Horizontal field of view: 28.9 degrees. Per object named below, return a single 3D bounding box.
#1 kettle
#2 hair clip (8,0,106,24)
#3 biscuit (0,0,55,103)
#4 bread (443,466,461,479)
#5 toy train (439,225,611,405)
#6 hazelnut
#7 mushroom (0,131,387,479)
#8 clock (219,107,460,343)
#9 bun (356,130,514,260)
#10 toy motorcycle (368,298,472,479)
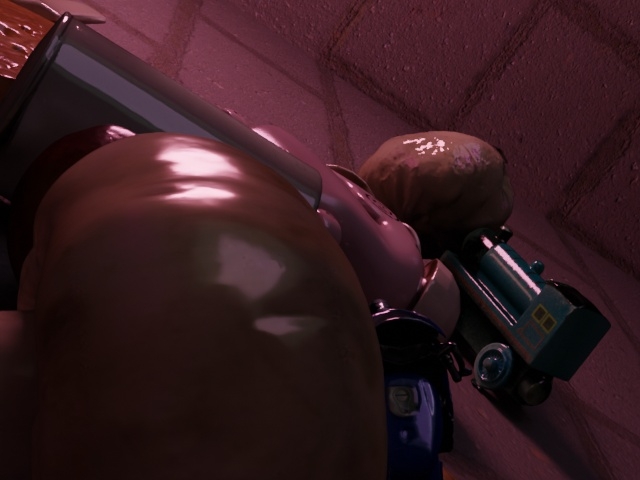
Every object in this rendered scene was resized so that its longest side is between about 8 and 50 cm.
[{"bbox_3d":[-0.174,-0.089,1.296,0.318,0.205,0.265,31,53,-17],"label":"kettle"},{"bbox_3d":[-0.468,-0.370,1.783,0.282,0.113,0.172,43,16,3],"label":"hair clip"},{"bbox_3d":[-0.433,-0.245,1.504,0.365,0.062,0.385,30,16,5],"label":"biscuit"},{"bbox_3d":[0.080,0.265,0.998,0.241,0.136,0.107,43,18,25],"label":"bread"},{"bbox_3d":[0.275,0.102,1.815,0.120,0.194,0.298,23,19,-37],"label":"toy train"},{"bbox_3d":[-0.166,0.021,1.080,0.251,0.217,0.217,52,0,-43],"label":"hazelnut"},{"bbox_3d":[-0.106,0.083,0.766,0.353,0.325,0.353,30,40,-29],"label":"mushroom"},{"bbox_3d":[0.000,0.000,1.581,0.325,0.184,0.342,26,22,-47],"label":"clock"},{"bbox_3d":[0.176,-0.055,1.972,0.273,0.273,0.168,29,47,-26],"label":"bun"},{"bbox_3d":[0.056,0.159,0.882,0.113,0.169,0.315,-2,55,-4],"label":"toy motorcycle"}]
